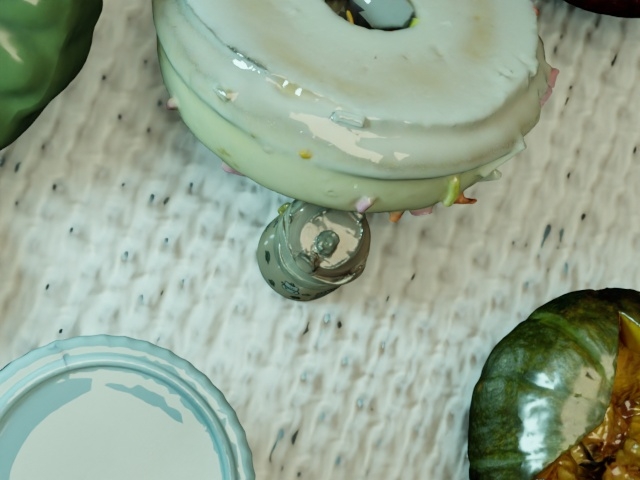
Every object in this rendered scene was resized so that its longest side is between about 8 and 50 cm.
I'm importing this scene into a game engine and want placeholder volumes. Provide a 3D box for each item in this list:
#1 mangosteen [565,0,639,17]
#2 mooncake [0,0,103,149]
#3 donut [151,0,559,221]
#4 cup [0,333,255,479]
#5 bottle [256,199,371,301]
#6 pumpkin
[{"bbox_3d":[0.288,-0.375,1.746,0.306,0.347,0.307,-11,66,26],"label":"mangosteen"},{"bbox_3d":[-0.364,-0.219,1.561,0.351,0.187,0.351,1,110,3],"label":"mooncake"},{"bbox_3d":[0.025,-0.171,1.683,0.382,0.142,0.383,10,45,-10],"label":"donut"},{"bbox_3d":[-0.206,0.245,1.517,0.256,0.311,0.331,13,77,-12],"label":"cup"},{"bbox_3d":[0.001,0.001,1.699,0.098,0.152,0.099,3,78,-13],"label":"bottle"},{"bbox_3d":[0.283,0.197,1.715,0.320,0.192,0.321,2,81,-15],"label":"pumpkin"}]
